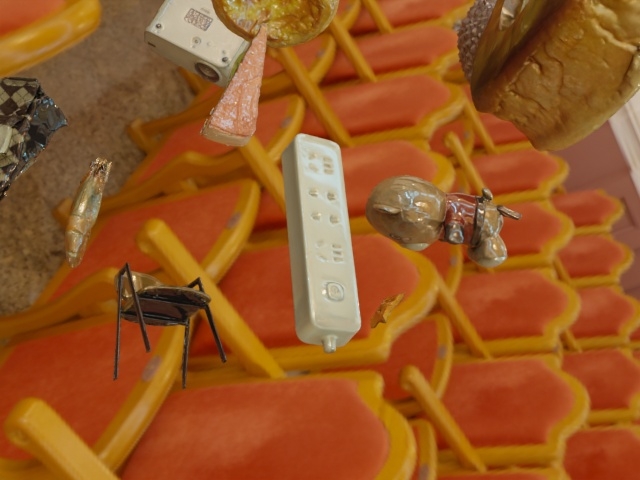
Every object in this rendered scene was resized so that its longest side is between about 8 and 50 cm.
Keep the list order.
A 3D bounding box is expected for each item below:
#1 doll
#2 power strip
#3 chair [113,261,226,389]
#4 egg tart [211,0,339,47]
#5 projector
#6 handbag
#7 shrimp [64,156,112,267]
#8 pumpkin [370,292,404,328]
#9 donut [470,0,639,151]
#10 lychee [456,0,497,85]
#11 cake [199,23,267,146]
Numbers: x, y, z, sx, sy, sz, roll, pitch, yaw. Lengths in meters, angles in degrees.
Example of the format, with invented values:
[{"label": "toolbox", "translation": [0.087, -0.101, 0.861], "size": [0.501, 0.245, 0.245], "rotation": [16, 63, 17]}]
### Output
[{"label": "doll", "translation": [0.264, -0.051, 1.876], "size": [0.235, 0.330, 0.174], "rotation": [-82, -175, -78]}, {"label": "power strip", "translation": [0.000, 0.000, 1.331], "size": [0.091, 0.062, 0.385], "rotation": [11, 54, -25]}, {"label": "chair", "translation": [-0.296, 0.132, 1.564], "size": [0.159, 0.172, 0.247], "rotation": [14, 54, -38]}, {"label": "egg tart", "translation": [-0.098, -0.542, 1.789], "size": [0.295, 0.295, 0.116], "rotation": [45, 34, -40]}, {"label": "projector", "translation": [-0.310, -0.551, 2.241], "size": [0.250, 0.108, 0.198], "rotation": [28, 70, -1]}, {"label": "handbag", "translation": [-0.679, -0.110, 1.568], "size": [0.180, 0.317, 0.416], "rotation": [66, 39, -51]}, {"label": "shrimp", "translation": [-0.426, -0.053, 1.535], "size": [0.051, 0.115, 0.217], "rotation": [15, 72, -14]}, {"label": "pumpkin", "translation": [0.155, 0.162, 2.047], "size": [0.035, 0.073, 0.101], "rotation": [39, 65, -7]}, {"label": "donut", "translation": [0.282, -0.262, 0.906], "size": [0.160, 0.330, 0.330], "rotation": [32, 33, -6]}, {"label": "lychee", "translation": [0.475, -0.486, 2.092], "size": [0.300, 0.300, 0.300], "rotation": [44, 34, -41]}, {"label": "cake", "translation": [-0.137, -0.281, 1.586], "size": [0.090, 0.109, 0.225], "rotation": [26, 80, -11]}]
